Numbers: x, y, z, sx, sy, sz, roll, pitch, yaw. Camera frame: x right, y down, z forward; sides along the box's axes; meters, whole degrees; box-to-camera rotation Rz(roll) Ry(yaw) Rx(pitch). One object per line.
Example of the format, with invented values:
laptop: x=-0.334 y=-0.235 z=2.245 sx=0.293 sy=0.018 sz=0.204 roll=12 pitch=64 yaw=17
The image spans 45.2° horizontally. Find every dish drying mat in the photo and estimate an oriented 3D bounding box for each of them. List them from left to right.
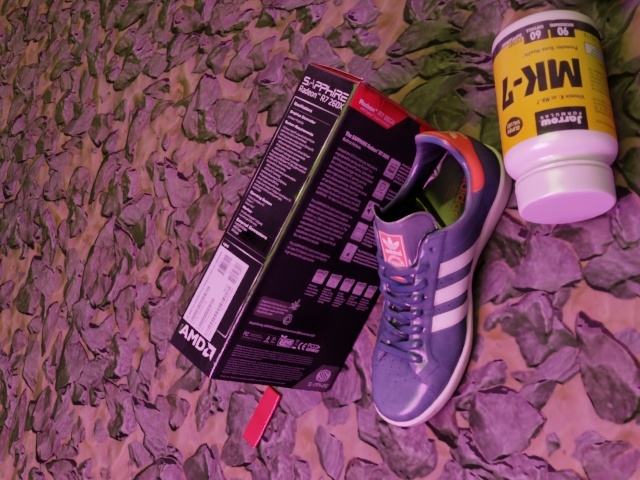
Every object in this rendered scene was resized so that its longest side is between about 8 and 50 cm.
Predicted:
dish drying mat: x=-0.082 y=0.246 z=1.074 sx=0.032 sy=0.008 sz=0.083 roll=31 pitch=98 yaw=43

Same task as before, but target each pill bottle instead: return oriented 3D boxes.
pill bottle: x=0.255 y=-0.131 z=0.836 sx=0.119 sy=0.119 sz=0.208 roll=-17 pitch=66 yaw=36

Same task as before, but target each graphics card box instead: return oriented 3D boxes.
graphics card box: x=0.000 y=0.000 z=0.934 sx=0.094 sy=0.233 sz=0.371 roll=30 pitch=97 yaw=38

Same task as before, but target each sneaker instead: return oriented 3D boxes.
sneaker: x=0.107 y=0.038 z=0.887 sx=0.131 sy=0.148 sz=0.350 roll=10 pitch=83 yaw=42
